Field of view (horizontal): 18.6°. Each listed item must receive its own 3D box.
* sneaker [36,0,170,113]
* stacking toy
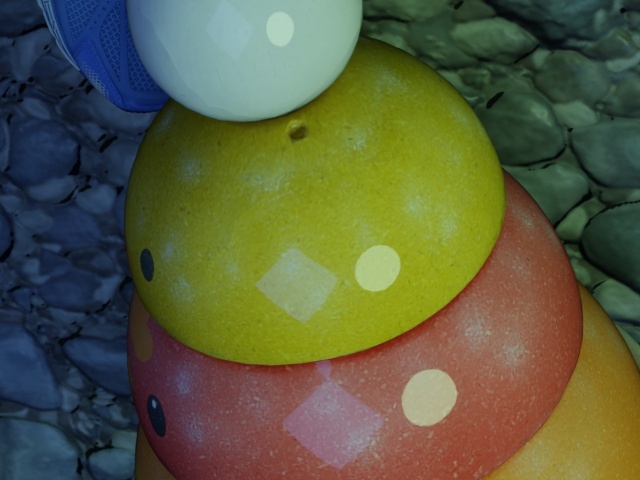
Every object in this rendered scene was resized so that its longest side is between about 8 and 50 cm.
[{"bbox_3d":[-0.072,-0.191,1.066,0.129,0.147,0.330,-9,138,-27],"label":"sneaker"},{"bbox_3d":[0.000,0.000,1.087,0.350,0.350,0.480,-4,131,16],"label":"stacking toy"}]
